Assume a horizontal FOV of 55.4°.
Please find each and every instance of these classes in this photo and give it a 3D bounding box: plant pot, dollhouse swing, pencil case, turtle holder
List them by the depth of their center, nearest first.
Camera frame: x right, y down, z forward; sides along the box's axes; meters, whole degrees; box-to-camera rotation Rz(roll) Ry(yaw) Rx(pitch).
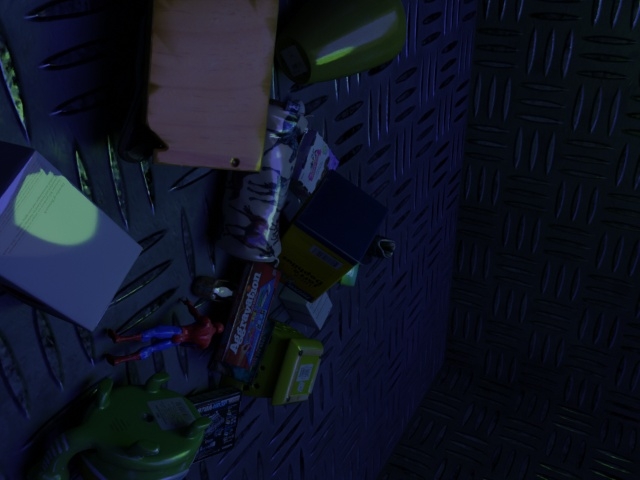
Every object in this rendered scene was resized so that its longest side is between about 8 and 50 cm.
[{"bbox_3d":[-0.249,-0.331,1.234,0.315,0.305,0.346,0,102,-37],"label":"dollhouse swing"},{"bbox_3d":[-0.401,0.445,1.272,0.227,0.243,0.320,-66,167,21],"label":"turtle holder"},{"bbox_3d":[-0.144,-0.147,1.523,0.160,0.184,0.410,-114,-145,-84],"label":"pencil case"},{"bbox_3d":[0.031,-0.538,1.615,0.293,0.275,0.274,-40,139,-28],"label":"plant pot"},{"bbox_3d":[-0.128,0.361,1.796,0.228,0.207,0.227,23,83,-63],"label":"plant pot"}]

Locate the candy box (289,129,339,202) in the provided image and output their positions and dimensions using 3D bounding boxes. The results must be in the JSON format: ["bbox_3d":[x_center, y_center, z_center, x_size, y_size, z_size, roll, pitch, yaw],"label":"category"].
[{"bbox_3d":[-0.031,-0.217,1.836,0.164,0.070,0.196,-69,154,-12],"label":"candy box"}]

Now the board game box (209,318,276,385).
[{"bbox_3d":[-0.213,0.290,1.683,0.026,0.126,0.186,92,19,-76],"label":"board game box"}]

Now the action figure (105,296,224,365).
[{"bbox_3d":[-0.362,0.206,1.408,0.281,0.139,0.091,-3,110,-40],"label":"action figure"}]

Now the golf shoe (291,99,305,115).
[{"bbox_3d":[-0.099,-0.326,1.649,0.186,0.068,0.086,-59,148,-29],"label":"golf shoe"}]

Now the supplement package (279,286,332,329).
[{"bbox_3d":[-0.045,0.197,1.987,0.105,0.105,0.179,-61,150,-26],"label":"supplement package"}]

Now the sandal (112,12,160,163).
[{"bbox_3d":[-0.347,-0.289,1.172,0.120,0.086,0.302,56,37,-72],"label":"sandal"}]

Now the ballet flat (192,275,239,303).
[{"bbox_3d":[-0.250,0.135,1.594,0.206,0.067,0.073,12,92,-64],"label":"ballet flat"}]

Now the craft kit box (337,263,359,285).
[{"bbox_3d":[0.064,0.001,1.972,0.061,0.247,0.249,12,94,-21],"label":"craft kit box"}]

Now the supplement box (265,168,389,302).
[{"bbox_3d":[0.000,0.000,1.685,0.194,0.195,0.356,-58,-175,-31],"label":"supplement box"}]

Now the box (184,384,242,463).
[{"bbox_3d":[-0.313,0.495,1.628,0.220,0.051,0.175,-2,104,-51],"label":"box"}]

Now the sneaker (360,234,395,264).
[{"bbox_3d":[0.212,0.046,2.352,0.086,0.164,0.226,-66,154,-21],"label":"sneaker"}]

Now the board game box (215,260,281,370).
[{"bbox_3d":[-0.188,0.195,1.621,0.145,0.027,0.281,37,65,-56],"label":"board game box"}]

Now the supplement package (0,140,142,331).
[{"bbox_3d":[-0.464,-0.005,0.976,0.175,0.178,0.293,-65,151,-21],"label":"supplement package"}]
